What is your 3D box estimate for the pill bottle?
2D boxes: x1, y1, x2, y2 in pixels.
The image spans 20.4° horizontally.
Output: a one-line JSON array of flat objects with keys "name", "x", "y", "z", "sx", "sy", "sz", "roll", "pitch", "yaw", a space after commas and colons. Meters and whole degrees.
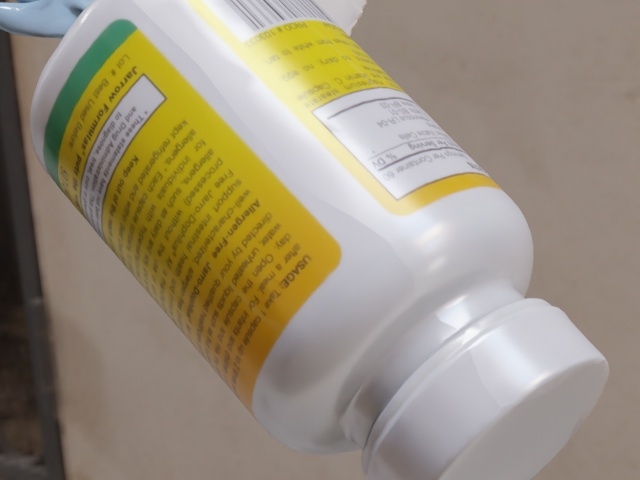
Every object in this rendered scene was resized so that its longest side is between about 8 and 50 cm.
[{"name": "pill bottle", "x": 0.000, "y": 0.000, "z": 0.628, "sx": 0.117, "sy": 0.117, "sz": 0.208, "roll": -23, "pitch": 59, "yaw": -39}]

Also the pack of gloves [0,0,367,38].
[{"name": "pack of gloves", "x": -0.053, "y": -0.167, "z": 0.884, "sx": 0.232, "sy": 0.195, "sz": 0.046, "roll": 16, "pitch": -15, "yaw": 28}]
